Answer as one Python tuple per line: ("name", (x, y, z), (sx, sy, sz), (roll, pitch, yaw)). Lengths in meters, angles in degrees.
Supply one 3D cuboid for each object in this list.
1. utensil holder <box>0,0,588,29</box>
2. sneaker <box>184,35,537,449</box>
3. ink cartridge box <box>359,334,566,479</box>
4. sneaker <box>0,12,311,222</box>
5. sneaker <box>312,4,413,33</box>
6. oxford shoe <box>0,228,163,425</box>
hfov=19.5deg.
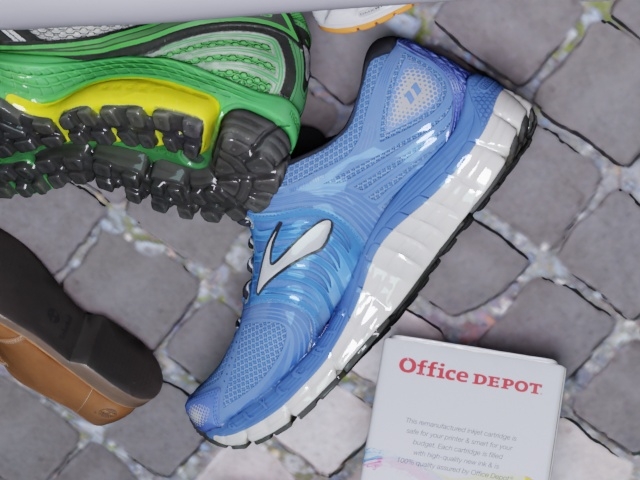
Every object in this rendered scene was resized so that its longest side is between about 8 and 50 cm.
("utensil holder", (-0.032, -0.272, 0.966), (0.385, 0.327, 0.328), (-3, 116, 26))
("sneaker", (0.000, 0.000, 1.251), (0.147, 0.130, 0.330), (39, 113, 6))
("ink cartridge box", (0.092, 0.164, 1.278), (0.127, 0.072, 0.175), (9, 77, 5))
("sneaker", (-0.162, -0.110, 1.218), (0.343, 0.146, 0.134), (10, 147, 19))
("sneaker", (0.088, -0.227, 1.126), (0.262, 0.099, 0.121), (-24, 105, 18))
("oxford shoe", (-0.217, 0.061, 1.332), (0.212, 0.076, 0.076), (42, 126, -11))
